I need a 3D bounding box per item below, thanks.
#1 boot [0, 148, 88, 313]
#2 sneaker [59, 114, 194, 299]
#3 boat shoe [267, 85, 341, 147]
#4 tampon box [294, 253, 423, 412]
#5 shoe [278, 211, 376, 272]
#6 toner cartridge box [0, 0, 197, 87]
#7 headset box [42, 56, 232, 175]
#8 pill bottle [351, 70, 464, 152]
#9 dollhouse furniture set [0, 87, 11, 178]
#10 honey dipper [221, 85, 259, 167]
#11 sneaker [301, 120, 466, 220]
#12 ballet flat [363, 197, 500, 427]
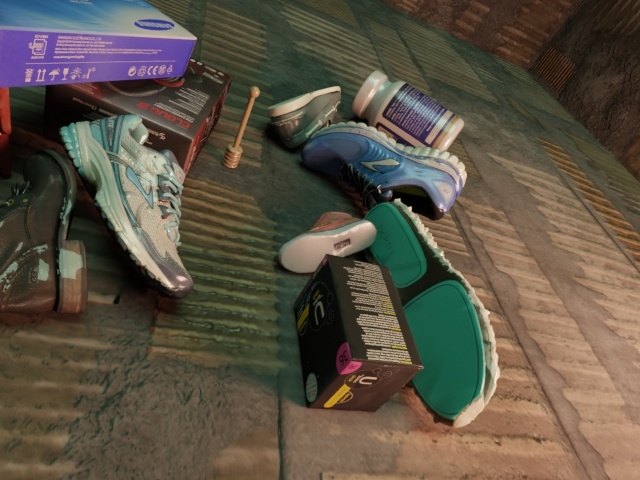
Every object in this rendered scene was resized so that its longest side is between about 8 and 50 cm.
[{"bbox_3d":[-0.386,-0.010,0.484,0.229,0.091,0.263,-2,50,-37],"label":"boot"},{"bbox_3d":[-0.223,-0.058,0.584,0.122,0.110,0.283,-29,74,-20],"label":"sneaker"},{"bbox_3d":[-0.024,-0.294,1.072,0.319,0.116,0.099,-50,126,-59],"label":"boat shoe"},{"bbox_3d":[0.040,0.121,0.597,0.101,0.120,0.161,12,41,-23],"label":"tampon box"},{"bbox_3d":[0.000,0.000,0.765,0.178,0.063,0.081,-18,24,-24],"label":"shoe"},{"bbox_3d":[-0.342,-0.293,0.623,0.165,0.075,0.348,37,29,4],"label":"toner cartridge box"},{"bbox_3d":[-0.296,-0.225,0.771,0.218,0.110,0.293,22,38,-12],"label":"headset box"},{"bbox_3d":[0.220,-0.314,1.184,0.264,0.153,0.153,36,38,7],"label":"pill bottle"},{"bbox_3d":[-0.571,-0.208,0.529,0.374,0.152,0.201,39,38,10],"label":"dollhouse furniture set"},{"bbox_3d":[-0.138,-0.198,0.805,0.030,0.161,0.030,18,40,-16],"label":"honey dipper"},{"bbox_3d":[0.106,-0.127,0.895,0.330,0.130,0.147,18,62,18],"label":"sneaker"},{"bbox_3d":[0.179,0.093,0.725,0.147,0.147,0.409,11,42,-24],"label":"ballet flat"}]
